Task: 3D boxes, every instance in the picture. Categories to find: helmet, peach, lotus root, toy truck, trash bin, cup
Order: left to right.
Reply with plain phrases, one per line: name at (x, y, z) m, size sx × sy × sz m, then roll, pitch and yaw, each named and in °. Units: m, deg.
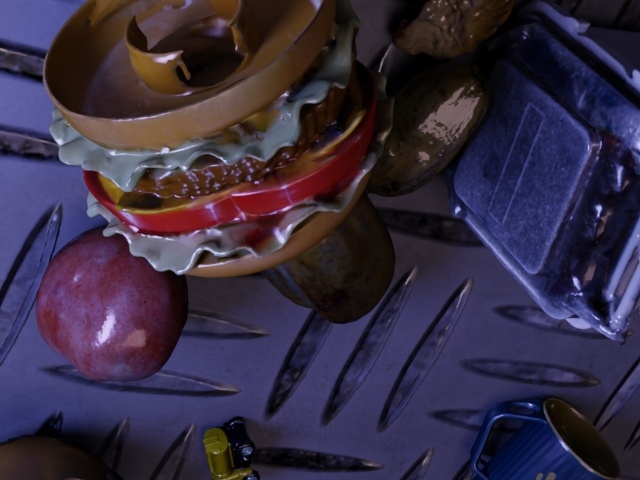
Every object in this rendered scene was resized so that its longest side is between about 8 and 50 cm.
helmet at (-0.299, 0.281, 1.303) m, size 0.198 × 0.130 × 0.224 m, roll -43°, pitch 142°, yaw 14°
peach at (-0.183, 0.055, 1.176) m, size 0.152 × 0.152 × 0.152 m, roll -13°, pitch 131°, yaw -16°
toy truck at (-0.103, 0.250, 1.426) m, size 0.054 × 0.049 × 0.083 m, roll -16°, pitch 130°, yaw -12°
lotus root at (0.000, 0.000, 1.207) m, size 0.123 × 0.124 × 0.241 m, roll -52°, pitch 152°, yaw -9°
lotus root at (0.094, -0.105, 1.206) m, size 0.089 × 0.080 × 0.179 m, roll 37°, pitch 118°, yaw -21°
cup at (0.267, 0.288, 1.596) m, size 0.176 × 0.131 × 0.155 m, roll 37°, pitch 111°, yaw -10°
trash bin at (0.350, -0.071, 1.237) m, size 0.367 × 0.296 × 0.256 m, roll -5°, pitch 127°, yaw -30°

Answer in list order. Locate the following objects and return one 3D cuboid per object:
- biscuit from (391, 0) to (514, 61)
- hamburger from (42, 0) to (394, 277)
biscuit at (0.140, -0.222, 1.115) m, size 0.118 × 0.061 × 0.183 m, roll -29°, pitch 163°, yaw -20°
hamburger at (-0.075, -0.096, 1.014) m, size 0.274 × 0.274 × 0.212 m, roll -26°, pitch 131°, yaw -4°
